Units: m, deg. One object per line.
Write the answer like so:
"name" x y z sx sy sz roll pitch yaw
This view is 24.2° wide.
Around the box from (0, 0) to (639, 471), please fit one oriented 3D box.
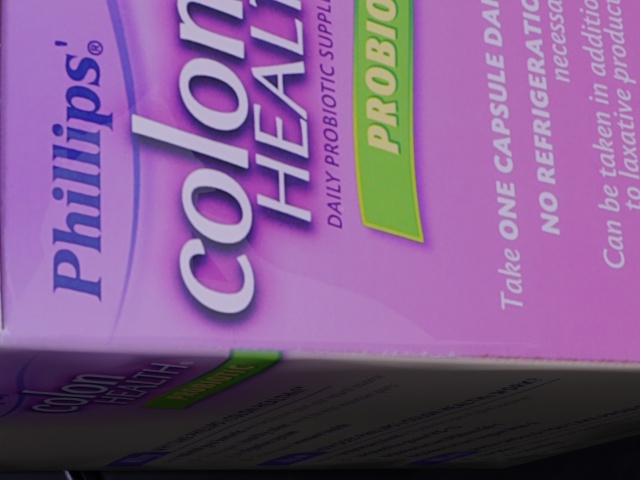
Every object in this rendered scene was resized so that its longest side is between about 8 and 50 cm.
"box" 0.000 0.000 0.453 0.243 0.213 0.117 3 74 -23
